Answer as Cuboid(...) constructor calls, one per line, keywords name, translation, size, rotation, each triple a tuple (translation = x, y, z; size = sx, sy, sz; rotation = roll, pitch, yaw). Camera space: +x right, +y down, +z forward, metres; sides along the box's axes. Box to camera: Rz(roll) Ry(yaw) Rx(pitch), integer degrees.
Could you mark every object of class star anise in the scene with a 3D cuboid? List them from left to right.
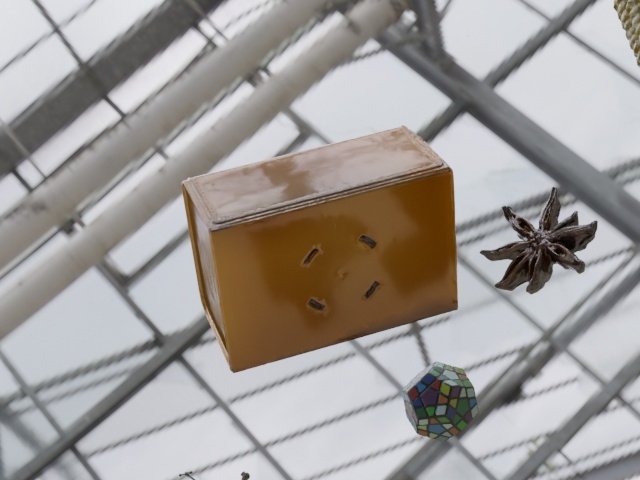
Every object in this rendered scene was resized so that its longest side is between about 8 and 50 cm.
Cuboid(name="star anise", translation=(0.244, 0.008, 1.396), size=(0.141, 0.141, 0.042), rotation=(-45, -50, -4))

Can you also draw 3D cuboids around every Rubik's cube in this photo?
Cuboid(name="Rubik's cube", translation=(0.200, 0.270, 2.113), size=(0.133, 0.133, 0.112), rotation=(85, -169, -51))

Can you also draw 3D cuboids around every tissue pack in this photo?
Cuboid(name="tissue pack", translation=(0.000, 0.000, 1.408), size=(0.274, 0.145, 0.194), rotation=(-15, -54, -14))

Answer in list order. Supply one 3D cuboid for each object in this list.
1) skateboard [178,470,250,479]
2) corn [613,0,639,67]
Cuboid(name="skateboard", translation=(-0.134, 0.302, 1.589), size=(0.064, 0.083, 0.032), rotation=(-65, -21, 12))
Cuboid(name="corn", translation=(0.394, -0.147, 1.221), size=(0.131, 0.345, 0.131), rotation=(-15, -29, -9))
